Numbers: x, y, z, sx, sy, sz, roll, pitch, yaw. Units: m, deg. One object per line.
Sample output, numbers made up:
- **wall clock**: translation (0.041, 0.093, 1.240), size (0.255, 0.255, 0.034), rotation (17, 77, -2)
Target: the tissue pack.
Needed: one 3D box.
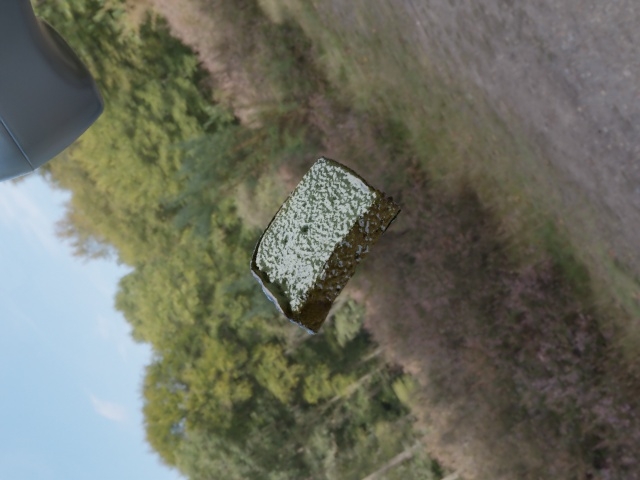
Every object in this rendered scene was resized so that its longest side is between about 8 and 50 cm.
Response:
- **tissue pack**: translation (-0.418, -0.224, 0.913), size (0.229, 0.236, 0.333), rotation (44, 163, 37)

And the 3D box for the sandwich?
- **sandwich**: translation (0.001, 0.000, 1.356), size (0.087, 0.251, 0.226), rotation (32, -175, -38)
